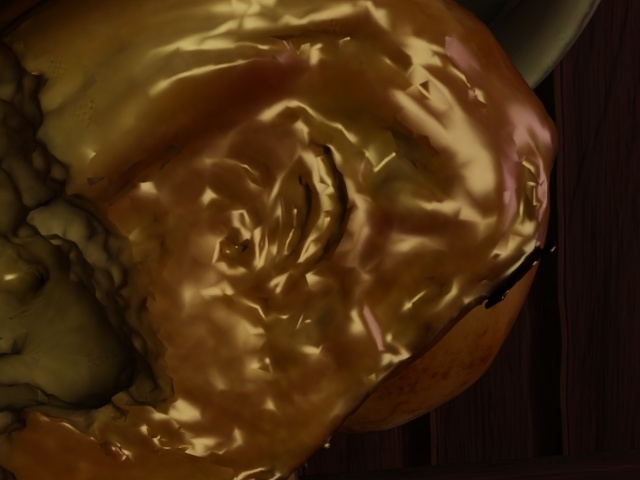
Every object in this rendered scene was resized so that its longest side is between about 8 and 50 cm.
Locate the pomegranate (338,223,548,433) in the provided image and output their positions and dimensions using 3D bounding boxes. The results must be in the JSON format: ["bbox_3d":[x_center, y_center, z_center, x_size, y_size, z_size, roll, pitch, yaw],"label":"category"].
[{"bbox_3d":[0.000,0.000,0.974,0.270,0.252,0.229,109,-10,-47],"label":"pomegranate"}]

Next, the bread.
[{"bbox_3d":[-0.037,-0.025,0.545,0.149,0.195,0.344,47,3,-4],"label":"bread"}]

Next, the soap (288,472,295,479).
[{"bbox_3d":[-0.058,0.211,1.018,0.274,0.089,0.173,-74,160,-84],"label":"soap"}]

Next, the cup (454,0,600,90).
[{"bbox_3d":[0.037,-0.221,0.741,0.163,0.347,0.347,-24,118,-42],"label":"cup"}]
